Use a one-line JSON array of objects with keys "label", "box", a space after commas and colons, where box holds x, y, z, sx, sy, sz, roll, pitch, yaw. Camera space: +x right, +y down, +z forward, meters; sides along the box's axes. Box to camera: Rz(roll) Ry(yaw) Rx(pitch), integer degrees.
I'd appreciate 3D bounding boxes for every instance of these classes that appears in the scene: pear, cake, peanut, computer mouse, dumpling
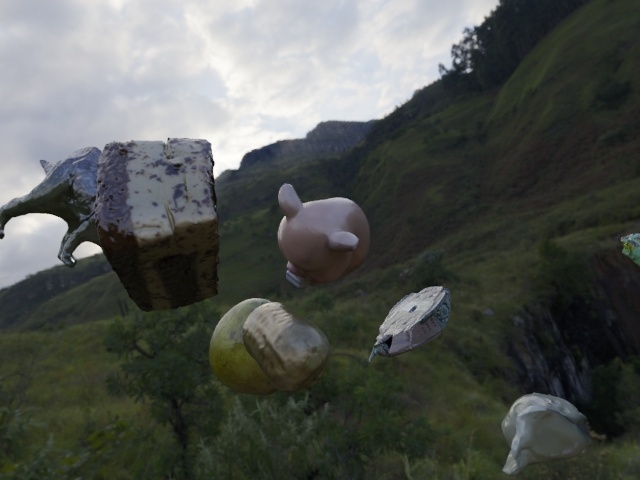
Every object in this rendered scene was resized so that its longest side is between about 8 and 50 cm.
[{"label": "pear", "box": [-0.216, 0.337, 1.503, 0.303, 0.304, 0.304, -18, -9, -3]}, {"label": "cake", "box": [-0.164, 0.025, 0.502, 0.112, 0.135, 0.246, -5, -51, -16]}, {"label": "peanut", "box": [-0.067, 0.185, 0.826, 0.122, 0.137, 0.253, -45, 30, -14]}, {"label": "computer mouse", "box": [0.294, 0.279, 1.459, 0.389, 0.115, 0.199, -39, 10, -31]}, {"label": "dumpling", "box": [0.567, 0.515, 1.195, 0.243, 0.187, 0.318, -56, -34, -3]}]

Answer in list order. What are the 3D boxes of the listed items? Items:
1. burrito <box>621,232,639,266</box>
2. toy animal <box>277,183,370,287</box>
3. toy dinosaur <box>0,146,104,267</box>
[{"label": "burrito", "box": [0.571, 0.084, 0.690, 0.104, 0.288, 0.054, -11, -43, -36]}, {"label": "toy animal", "box": [-0.002, 0.002, 1.010, 0.213, 0.195, 0.256, -59, -14, 21]}, {"label": "toy dinosaur", "box": [-0.314, -0.046, 0.621, 0.293, 0.162, 0.077, 17, -12, 17]}]
